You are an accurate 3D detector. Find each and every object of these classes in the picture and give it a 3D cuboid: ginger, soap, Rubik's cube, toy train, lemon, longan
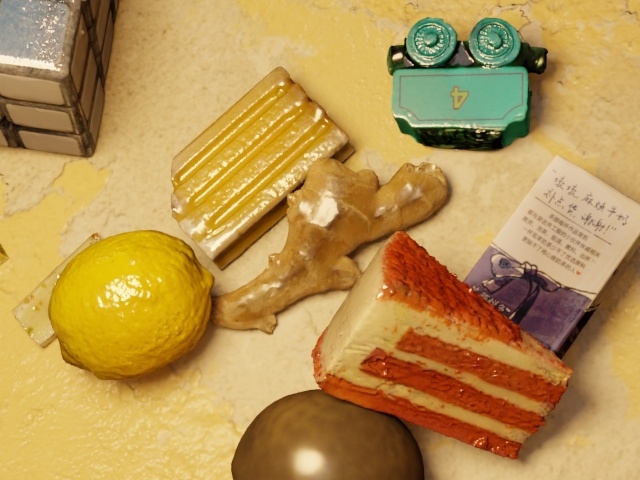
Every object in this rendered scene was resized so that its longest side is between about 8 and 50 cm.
[{"bbox_3d":[0.000,0.000,1.397,0.333,0.081,0.148,-44,112,3],"label":"ginger"},{"bbox_3d":[-0.088,-0.091,1.443,0.232,0.073,0.140,-42,70,-3],"label":"soap"},{"bbox_3d":[-0.414,-0.300,1.415,0.301,0.304,0.305,9,76,-4],"label":"Rubik's cube"},{"bbox_3d":[0.178,-0.192,1.410,0.198,0.107,0.154,3,82,12],"label":"toy train"},{"bbox_3d":[-0.225,0.077,1.366,0.193,0.180,0.180,-7,72,26],"label":"lemon"},{"bbox_3d":[0.007,0.255,1.266,0.212,0.198,0.198,25,80,18],"label":"longan"}]

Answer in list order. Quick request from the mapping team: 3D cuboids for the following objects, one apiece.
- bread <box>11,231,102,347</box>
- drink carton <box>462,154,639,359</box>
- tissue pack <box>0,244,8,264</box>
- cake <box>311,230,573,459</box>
[{"bbox_3d":[-0.322,0.064,1.466,0.153,0.028,0.068,-43,73,-2],"label":"bread"},{"bbox_3d":[0.268,0.031,1.327,0.134,0.102,0.222,34,83,20],"label":"drink carton"},{"bbox_3d":[-0.500,-0.022,1.507,0.095,0.062,0.176,-36,70,-1],"label":"tissue pack"},{"bbox_3d":[0.123,0.131,1.226,0.262,0.159,0.158,37,117,14],"label":"cake"}]
